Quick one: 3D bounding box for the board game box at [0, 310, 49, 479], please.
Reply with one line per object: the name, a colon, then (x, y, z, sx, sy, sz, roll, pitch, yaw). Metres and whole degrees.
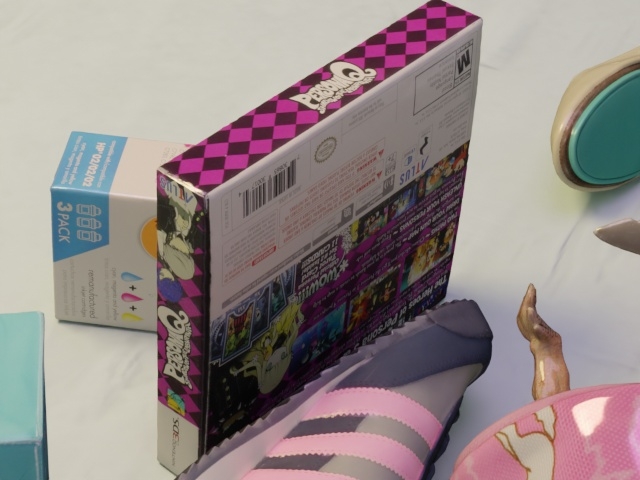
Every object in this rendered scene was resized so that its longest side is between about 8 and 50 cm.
board game box: (-0.281, 0.152, 0.752, 0.336, 0.253, 0.079, -2, 40, -7)

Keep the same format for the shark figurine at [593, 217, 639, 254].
shark figurine: (0.234, 0.042, 1.036, 0.116, 0.278, 0.166, -37, 78, 8)

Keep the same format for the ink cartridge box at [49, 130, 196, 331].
ink cartridge box: (-0.067, 0.002, 1.075, 0.181, 0.104, 0.061, 6, 39, 3)

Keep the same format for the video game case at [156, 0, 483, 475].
video game case: (0.000, 0.000, 1.001, 0.042, 0.210, 0.232, 29, 46, 28)

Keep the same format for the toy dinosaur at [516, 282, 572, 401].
toy dinosaur: (0.177, 0.149, 0.911, 0.200, 0.127, 0.295, 15, 45, 2)

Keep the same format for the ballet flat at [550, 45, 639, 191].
ballet flat: (0.226, -0.102, 1.264, 0.248, 0.086, 0.086, -27, 49, -35)

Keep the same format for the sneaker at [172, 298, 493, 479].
sneaker: (0.011, 0.143, 0.935, 0.131, 0.112, 0.319, 50, 47, 7)

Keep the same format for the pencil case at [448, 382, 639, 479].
pencil case: (0.149, 0.247, 0.668, 0.160, 0.167, 0.386, -16, 58, 14)
